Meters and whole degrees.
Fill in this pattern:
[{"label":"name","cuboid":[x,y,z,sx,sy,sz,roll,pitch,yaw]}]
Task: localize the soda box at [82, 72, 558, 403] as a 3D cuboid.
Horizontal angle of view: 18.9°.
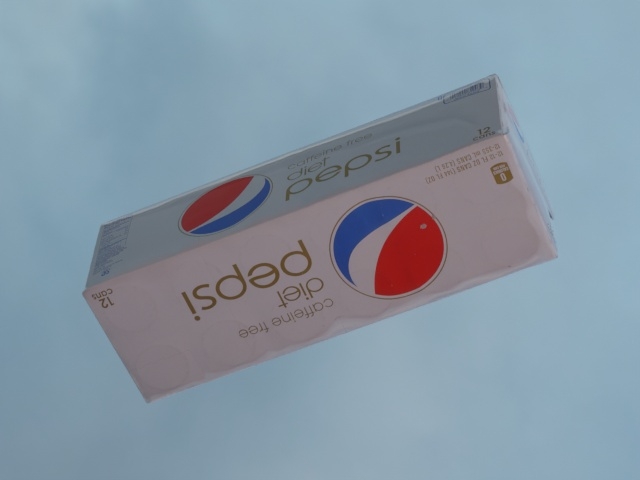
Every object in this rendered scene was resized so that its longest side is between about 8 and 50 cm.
[{"label":"soda box","cuboid":[0.000,0.000,0.919,0.216,0.074,0.069,-20,-153,13]}]
